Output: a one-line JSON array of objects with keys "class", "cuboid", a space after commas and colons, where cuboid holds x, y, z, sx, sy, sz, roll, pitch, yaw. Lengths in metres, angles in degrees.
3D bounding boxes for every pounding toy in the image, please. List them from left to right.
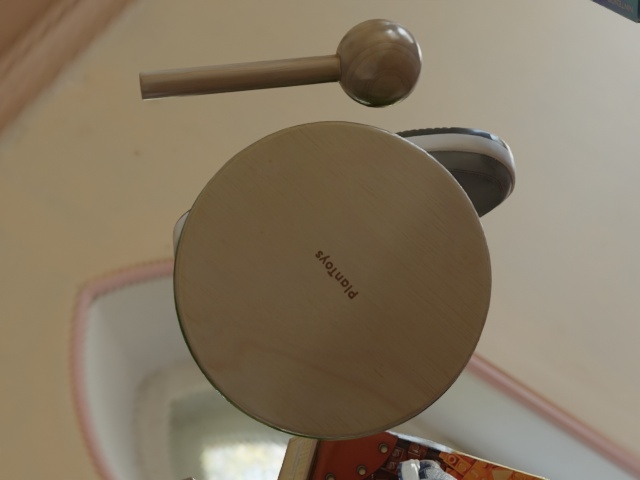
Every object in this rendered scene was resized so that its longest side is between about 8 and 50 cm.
[{"class": "pounding toy", "cuboid": [0.000, 0.000, 1.010, 0.183, 0.237, 0.110, -13, -4, -2]}]

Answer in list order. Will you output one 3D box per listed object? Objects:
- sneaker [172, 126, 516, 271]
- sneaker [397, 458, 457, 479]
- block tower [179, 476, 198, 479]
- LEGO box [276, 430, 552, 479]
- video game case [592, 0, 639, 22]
[{"class": "sneaker", "cuboid": [0.018, 0.024, 1.316, 0.178, 0.295, 0.124, -93, -22, -43]}, {"class": "sneaker", "cuboid": [0.075, 0.151, 0.877, 0.135, 0.058, 0.052, -108, 10, -73]}, {"class": "block tower", "cuboid": [-0.230, 0.284, 1.303, 0.335, 0.097, 0.091, -20, -20, 8]}, {"class": "LEGO box", "cuboid": [0.135, 0.316, 1.569, 0.500, 0.372, 0.193, 114, 173, -80]}, {"class": "video game case", "cuboid": [0.285, -0.226, 1.215, 0.244, 0.269, 0.061, -10, -68, -13]}]
